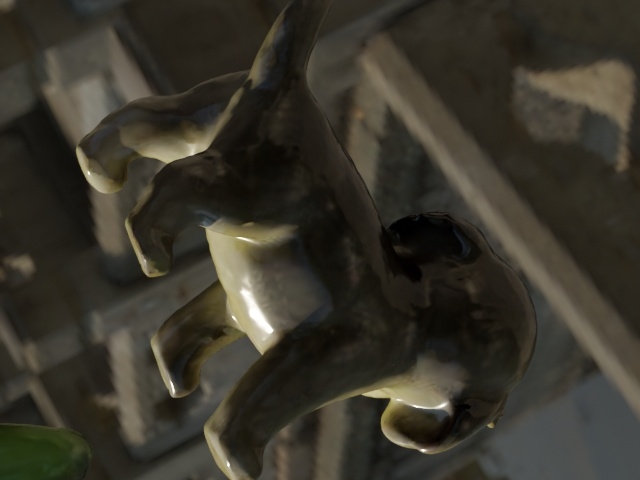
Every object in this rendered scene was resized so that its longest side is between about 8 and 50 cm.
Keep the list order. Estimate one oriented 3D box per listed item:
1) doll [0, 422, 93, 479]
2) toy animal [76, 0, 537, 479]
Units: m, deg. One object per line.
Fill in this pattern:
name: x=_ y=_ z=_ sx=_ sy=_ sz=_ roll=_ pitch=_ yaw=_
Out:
doll: x=-0.224 y=0.028 z=0.752 sx=0.213 sy=0.213 sz=0.236 roll=101 pitch=146 yaw=-65
toy animal: x=-0.007 y=0.015 z=0.875 sx=0.233 sy=0.169 sz=0.121 roll=57 pitch=174 yaw=-29
